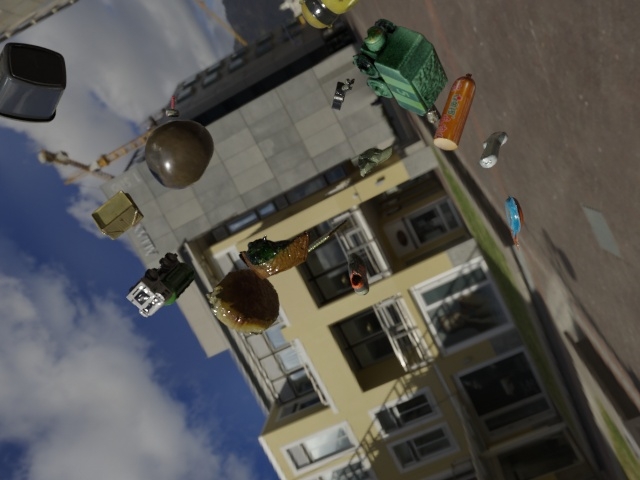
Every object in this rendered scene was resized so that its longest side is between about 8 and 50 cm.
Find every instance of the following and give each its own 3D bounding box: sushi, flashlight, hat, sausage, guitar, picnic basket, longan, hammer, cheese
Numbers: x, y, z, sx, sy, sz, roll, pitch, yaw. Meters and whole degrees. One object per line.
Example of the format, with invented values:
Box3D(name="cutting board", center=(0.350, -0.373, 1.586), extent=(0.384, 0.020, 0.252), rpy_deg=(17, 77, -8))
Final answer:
Box3D(name="sushi", center=(-0.168, 0.049, 1.893), extent=(0.149, 0.287, 0.140), rpy_deg=(-18, -94, -55))
Box3D(name="flashlight", center=(0.604, -0.316, 1.915), extent=(0.047, 0.093, 0.200), rpy_deg=(49, -137, -17))
Box3D(name="hat", center=(0.228, -0.347, 2.282), extent=(0.081, 0.166, 0.122), rpy_deg=(54, -162, -19))
Box3D(name="sausage", center=(0.383, -0.370, 1.537), extent=(0.071, 0.071, 0.234), rpy_deg=(44, -117, -60))
Box3D(name="sushi", center=(0.365, -0.432, 1.840), extent=(0.083, 0.046, 0.044), rpy_deg=(57, -146, -5))
Box3D(name="guitar", center=(0.064, -0.438, 1.605), extent=(0.271, 0.038, 0.083), rpy_deg=(-120, 42, -83))
Box3D(name="picnic basket", center=(-0.765, -0.095, 2.066), extent=(0.115, 0.164, 0.079), rpy_deg=(46, 172, 32))
Box3D(name="longan", center=(-0.556, -0.340, 2.185), extent=(0.243, 0.300, 0.300), rpy_deg=(61, -170, 20))
Box3D(name="hammer", center=(-0.573, -0.521, 2.130), extent=(0.031, 0.053, 0.083), rpy_deg=(-151, 64, -78))
Box3D(name="cheese", center=(0.597, -0.055, 1.683), extent=(0.256, 0.037, 0.106), rpy_deg=(56, -159, -55))

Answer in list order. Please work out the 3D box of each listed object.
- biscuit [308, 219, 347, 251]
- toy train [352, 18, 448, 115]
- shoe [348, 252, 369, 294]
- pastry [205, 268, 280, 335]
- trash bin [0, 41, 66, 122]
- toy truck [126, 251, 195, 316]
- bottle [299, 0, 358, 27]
Box3D(name="biscuit", center=(0.000, 0.000, 2.007), extent=(0.016, 0.231, 0.139), rpy_deg=(52, -133, -2))
Box3D(name="toy train", center=(0.235, -0.502, 1.582), extent=(0.238, 0.166, 0.299), rpy_deg=(33, -179, 30))
Box3D(name="shoe", center=(0.148, 0.127, 2.229), extent=(0.077, 0.074, 0.194), rpy_deg=(46, -153, -54))
Box3D(name="pastry", center=(-0.323, 0.257, 2.403), extent=(0.330, 0.136, 0.329), rpy_deg=(18, -132, -21))
Box3D(name="trash bin", center=(-0.941, -0.493, 1.751), extent=(0.210, 0.290, 0.182), rpy_deg=(2, -105, -39))
Box3D(name="toy truck", center=(-0.473, 0.130, 1.654), extent=(0.125, 0.101, 0.242), rpy_deg=(46, -158, -7))
Box3D(name="bottle", center=(0.073, -0.909, 1.958), extent=(0.172, 0.351, 0.171), rpy_deg=(30, -138, -32))
